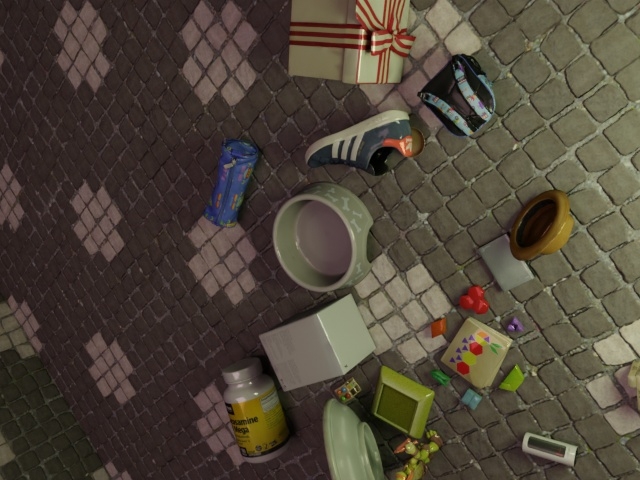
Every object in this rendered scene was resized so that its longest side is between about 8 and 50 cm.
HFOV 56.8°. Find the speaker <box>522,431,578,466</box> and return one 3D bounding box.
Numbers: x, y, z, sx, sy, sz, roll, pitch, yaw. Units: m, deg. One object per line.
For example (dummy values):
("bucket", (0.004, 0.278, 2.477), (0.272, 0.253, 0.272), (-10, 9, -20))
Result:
("speaker", (0.619, 0.562, 1.594), (0.136, 0.055, 0.055), (9, 109, 33))

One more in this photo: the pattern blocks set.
("pattern blocks set", (0.437, 0.311, 1.658), (0.285, 0.026, 0.325), (43, 124, 16))

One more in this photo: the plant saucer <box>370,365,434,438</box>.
("plant saucer", (0.242, 0.513, 1.843), (0.188, 0.045, 0.189), (23, 117, 27))

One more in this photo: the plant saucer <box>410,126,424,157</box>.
("plant saucer", (0.249, -0.268, 1.614), (0.083, 0.015, 0.084), (12, 111, 33))

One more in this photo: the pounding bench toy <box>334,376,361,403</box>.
("pounding bench toy", (0.079, 0.498, 1.938), (0.083, 0.065, 0.052), (-41, 80, 36))

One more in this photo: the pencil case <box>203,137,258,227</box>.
("pencil case", (-0.298, -0.185, 1.947), (0.119, 0.133, 0.306), (22, 119, 0))

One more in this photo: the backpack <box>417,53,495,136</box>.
("backpack", (0.353, -0.348, 1.454), (0.173, 0.116, 0.158), (53, 126, 10))

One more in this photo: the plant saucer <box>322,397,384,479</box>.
("plant saucer", (0.118, 0.672, 1.802), (0.100, 0.400, 0.401), (-17, 95, 10))

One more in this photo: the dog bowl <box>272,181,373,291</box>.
("dog bowl", (0.000, 0.000, 1.817), (0.348, 0.102, 0.349), (11, 111, 32))

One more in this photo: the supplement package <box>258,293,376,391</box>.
("supplement package", (-0.010, 0.320, 1.861), (0.262, 0.198, 0.199), (-26, 89, 37))

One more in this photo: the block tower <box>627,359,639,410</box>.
("block tower", (0.881, 0.339, 1.321), (0.335, 0.091, 0.097), (-2, 103, 35))

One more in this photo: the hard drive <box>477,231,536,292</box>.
("hard drive", (0.485, 0.057, 1.548), (0.094, 0.022, 0.135), (-34, 84, 37))

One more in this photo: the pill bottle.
("pill bottle", (-0.236, 0.598, 2.110), (0.187, 0.188, 0.334), (-12, 97, 36))

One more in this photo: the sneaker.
("sneaker", (0.102, -0.235, 1.644), (0.350, 0.131, 0.148), (-18, 87, 42))

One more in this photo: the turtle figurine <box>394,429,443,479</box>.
("turtle figurine", (0.283, 0.653, 1.747), (0.087, 0.217, 0.270), (24, 121, 31))

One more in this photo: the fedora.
("fedora", (0.543, -0.026, 1.426), (0.079, 0.194, 0.194), (25, 125, -16))

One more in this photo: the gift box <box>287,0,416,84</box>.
("gift box", (0.081, -0.538, 1.501), (0.258, 0.255, 0.277), (17, 117, 32))
